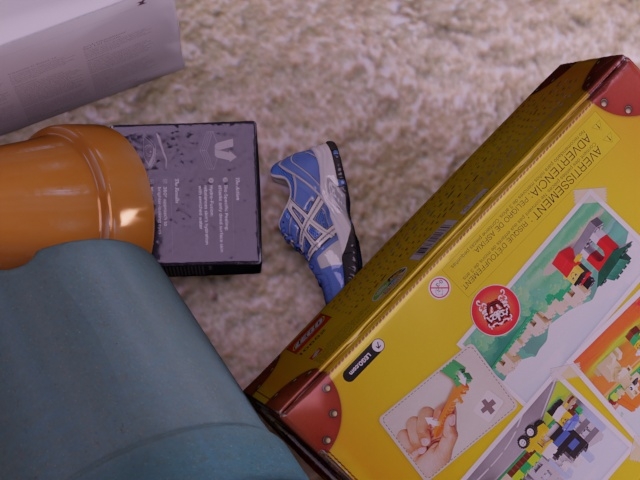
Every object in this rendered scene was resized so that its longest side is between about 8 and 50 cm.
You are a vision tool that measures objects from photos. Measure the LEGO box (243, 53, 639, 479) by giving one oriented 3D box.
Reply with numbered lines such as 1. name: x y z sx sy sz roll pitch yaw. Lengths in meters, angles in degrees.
1. LEGO box: 0.233 0.115 1.854 0.500 0.193 0.372 -45 101 -8

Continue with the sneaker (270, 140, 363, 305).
1. sneaker: 0.000 0.000 1.975 0.081 0.080 0.211 -12 71 2

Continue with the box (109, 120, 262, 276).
1. box: -0.143 -0.042 1.961 0.158 0.093 0.156 -2 81 -2

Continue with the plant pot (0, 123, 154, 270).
1. plant pot: -0.304 -0.018 1.857 0.188 0.205 0.205 -1 77 -43

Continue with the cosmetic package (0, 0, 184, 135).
1. cosmetic package: -0.334 -0.194 1.882 0.377 0.284 0.097 -21 82 -7

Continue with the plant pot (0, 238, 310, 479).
1. plant pot: -0.202 0.200 1.740 0.341 0.341 0.334 -25 61 -7
